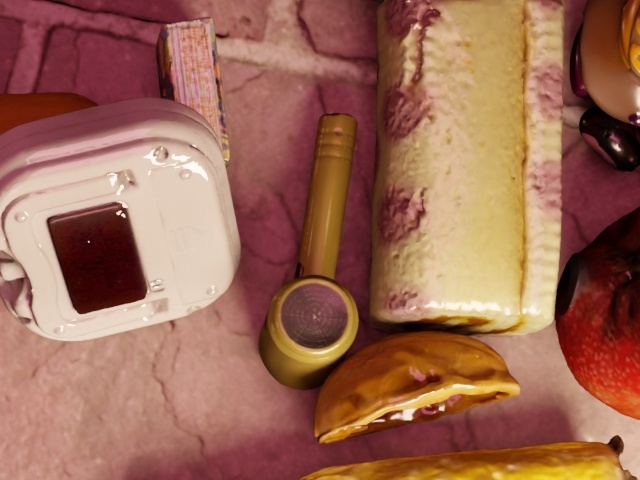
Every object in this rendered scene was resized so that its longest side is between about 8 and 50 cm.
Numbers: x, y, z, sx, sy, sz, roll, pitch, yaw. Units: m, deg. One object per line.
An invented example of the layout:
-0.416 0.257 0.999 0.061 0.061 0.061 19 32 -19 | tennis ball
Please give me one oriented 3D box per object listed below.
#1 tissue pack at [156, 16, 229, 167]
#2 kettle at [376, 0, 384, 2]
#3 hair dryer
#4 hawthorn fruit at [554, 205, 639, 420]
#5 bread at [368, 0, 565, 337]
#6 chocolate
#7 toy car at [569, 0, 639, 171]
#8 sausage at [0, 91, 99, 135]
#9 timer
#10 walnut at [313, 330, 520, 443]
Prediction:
-0.128 -0.138 1.627 0.060 0.108 0.148 -6 85 -7 | tissue pack
0.111 -0.364 1.671 0.211 0.160 0.243 5 90 -32 | kettle
0.000 0.000 1.618 0.090 0.135 0.278 9 73 -2 | hair dryer
0.357 0.099 1.592 0.266 0.230 0.210 57 43 -28 | hawthorn fruit
0.144 -0.076 1.618 0.187 0.155 0.338 3 81 -13 | bread
0.079 0.274 1.569 0.446 0.162 0.162 -1 83 -3 | chocolate
0.411 -0.162 1.595 0.341 0.240 0.271 39 86 2 | toy car
-0.385 -0.080 1.598 0.354 0.116 0.134 0 90 -2 | sausage
-0.198 -0.010 1.540 0.237 0.262 0.087 -15 47 -6 | timer
0.085 0.134 1.584 0.211 0.167 0.087 -11 74 -16 | walnut
